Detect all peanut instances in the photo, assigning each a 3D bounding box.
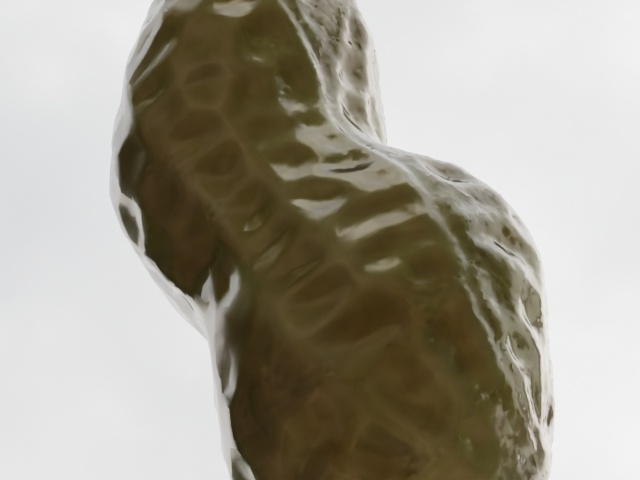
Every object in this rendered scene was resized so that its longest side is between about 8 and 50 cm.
[{"bbox_3d":[0.000,0.000,0.696,0.136,0.120,0.298,-29,-127,3],"label":"peanut"}]
